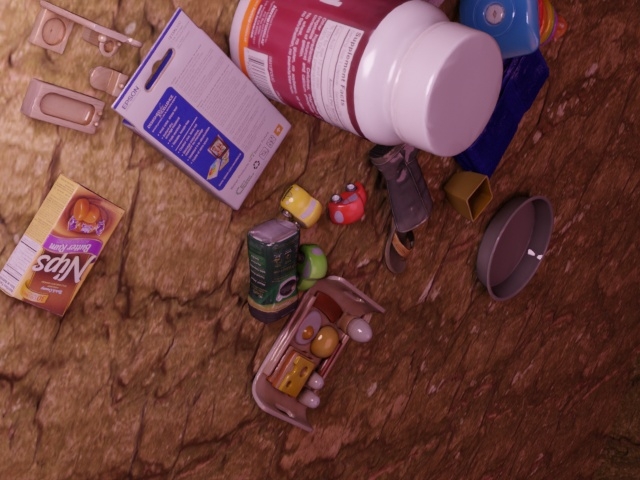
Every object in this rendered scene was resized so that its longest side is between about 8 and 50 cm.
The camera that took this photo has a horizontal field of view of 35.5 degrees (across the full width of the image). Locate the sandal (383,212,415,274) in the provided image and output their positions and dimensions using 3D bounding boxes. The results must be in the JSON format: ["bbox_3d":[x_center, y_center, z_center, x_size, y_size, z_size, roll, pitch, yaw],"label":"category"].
[{"bbox_3d":[0.179,-0.003,2.158,0.072,0.049,0.180,-20,127,-44],"label":"sandal"}]

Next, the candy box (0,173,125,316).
[{"bbox_3d":[-0.380,0.009,1.468,0.186,0.053,0.109,-59,145,-3],"label":"candy box"}]

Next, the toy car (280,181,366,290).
[{"bbox_3d":[0.000,0.000,1.933,0.239,0.053,0.225,-5,116,-50],"label":"toy car"}]

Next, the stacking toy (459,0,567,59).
[{"bbox_3d":[0.430,-0.456,2.071,0.302,0.166,0.175,-9,95,-51],"label":"stacking toy"}]

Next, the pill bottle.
[{"bbox_3d":[0.067,-0.279,1.543,0.224,0.392,0.224,-30,134,-38],"label":"pill bottle"}]

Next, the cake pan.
[{"bbox_3d":[0.494,0.014,2.559,0.293,0.054,0.293,-30,133,-38],"label":"cake pan"}]

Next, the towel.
[{"bbox_3d":[0.402,-0.295,2.225,0.308,0.076,0.227,-60,144,-4],"label":"towel"}]

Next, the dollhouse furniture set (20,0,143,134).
[{"bbox_3d":[-0.310,-0.215,1.346,0.144,0.123,0.151,13,102,-54],"label":"dollhouse furniture set"}]

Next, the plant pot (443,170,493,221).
[{"bbox_3d":[0.324,-0.107,2.243,0.081,0.083,0.081,-49,143,-19],"label":"plant pot"}]

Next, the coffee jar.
[{"bbox_3d":[-0.087,0.059,1.841,0.096,0.079,0.184,-28,131,-41],"label":"coffee jar"}]

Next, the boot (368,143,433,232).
[{"bbox_3d":[0.197,-0.142,2.047,0.190,0.076,0.208,-38,125,-9],"label":"boot"}]

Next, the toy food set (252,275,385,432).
[{"bbox_3d":[0.004,0.237,2.059,0.306,0.092,0.220,-59,145,-5],"label":"toy food set"}]

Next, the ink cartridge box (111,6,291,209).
[{"bbox_3d":[-0.186,-0.197,1.549,0.176,0.069,0.371,-58,150,-6],"label":"ink cartridge box"}]

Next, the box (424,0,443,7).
[{"bbox_3d":[0.264,-0.554,1.895,0.324,0.063,0.067,-51,144,-15],"label":"box"}]
